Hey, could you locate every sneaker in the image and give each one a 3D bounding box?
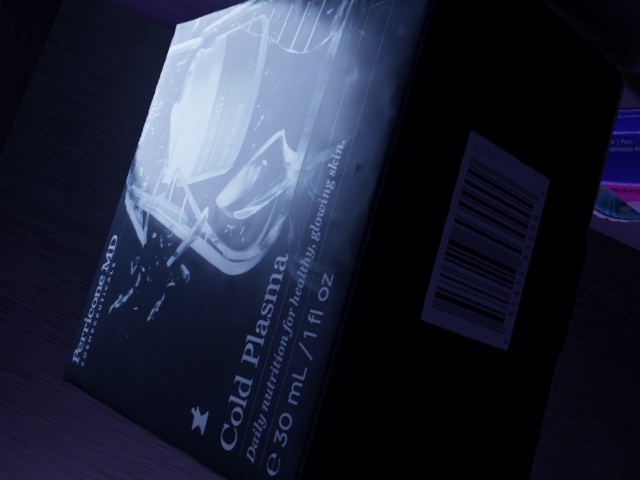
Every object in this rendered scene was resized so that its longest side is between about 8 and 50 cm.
[{"bbox_3d":[0.478,-0.106,1.218,0.275,0.107,0.110,23,178,-17],"label":"sneaker"}]

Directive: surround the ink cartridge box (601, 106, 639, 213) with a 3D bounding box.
[{"bbox_3d":[0.451,-0.061,0.836,0.175,0.069,0.370,7,169,45],"label":"ink cartridge box"}]

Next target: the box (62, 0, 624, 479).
[{"bbox_3d":[0.000,0.000,0.794,0.297,0.480,0.471,22,170,-36],"label":"box"}]
